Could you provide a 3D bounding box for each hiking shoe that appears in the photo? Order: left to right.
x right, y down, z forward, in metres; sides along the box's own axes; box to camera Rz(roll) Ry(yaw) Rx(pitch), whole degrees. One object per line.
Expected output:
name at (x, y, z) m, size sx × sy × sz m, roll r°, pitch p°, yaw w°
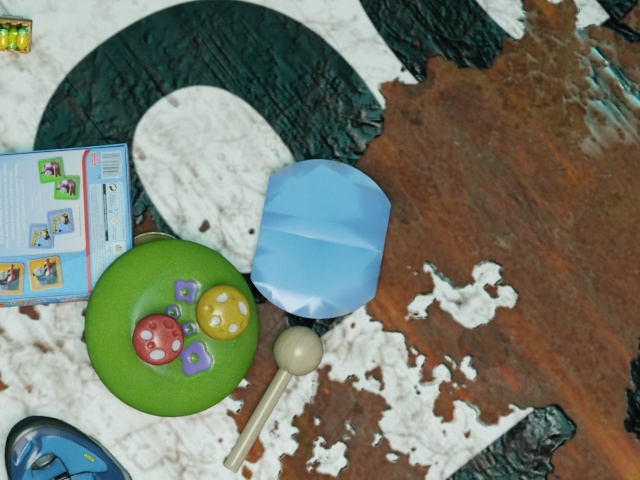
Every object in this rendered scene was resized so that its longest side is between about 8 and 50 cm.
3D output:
hiking shoe at (-0.209, 0.295, 1.714) m, size 0.113 × 0.132 × 0.304 m, roll -34°, pitch 82°, yaw -12°

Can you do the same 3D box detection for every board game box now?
board game box at (-0.301, -0.013, 1.818) m, size 0.211 × 0.039 × 0.160 m, roll -4°, pitch 77°, yaw -2°
board game box at (0.000, 0.000, 1.855) m, size 0.133 × 0.033 × 0.169 m, roll 10°, pitch 83°, yaw -4°

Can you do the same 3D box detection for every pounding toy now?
pounding toy at (-0.115, 0.102, 1.751) m, size 0.237 × 0.110 × 0.183 m, roll 38°, pitch 75°, yaw -13°

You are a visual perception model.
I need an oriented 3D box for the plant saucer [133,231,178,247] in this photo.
plant saucer at (-0.174, 0.033, 1.839) m, size 0.083 × 0.015 × 0.083 m, roll 1°, pitch 78°, yaw -5°

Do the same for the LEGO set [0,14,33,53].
LEGO set at (-0.443, -0.266, 1.836) m, size 0.287 × 0.107 × 0.132 m, roll 36°, pitch 76°, yaw 4°
